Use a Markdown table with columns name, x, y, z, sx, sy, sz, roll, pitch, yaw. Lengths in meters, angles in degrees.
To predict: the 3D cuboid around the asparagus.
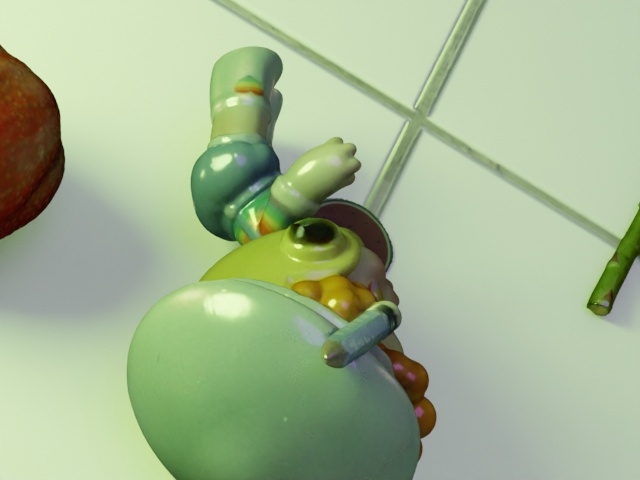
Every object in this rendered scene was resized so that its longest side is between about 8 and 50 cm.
| name | x | y | z | sx | sy | sz | roll | pitch | yaw |
| --- | --- | --- | --- | --- | --- | --- | --- | --- | --- |
| asparagus | 0.304 | -0.017 | 1.244 | 0.248 | 0.024 | 0.025 | -52 | 132 | -36 |

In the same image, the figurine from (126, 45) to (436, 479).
| name | x | y | z | sx | sy | sz | roll | pitch | yaw |
| --- | --- | --- | --- | --- | --- | --- | --- | --- | --- |
| figurine | -0.046 | 0.040 | 0.991 | 0.205 | 0.225 | 0.382 | -6 | 42 | -8 |

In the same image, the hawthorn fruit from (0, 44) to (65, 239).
| name | x | y | z | sx | sy | sz | roll | pitch | yaw |
| --- | --- | --- | --- | --- | --- | --- | --- | --- | --- |
| hawthorn fruit | -0.277 | -0.061 | 0.934 | 0.169 | 0.169 | 0.188 | 46 | 58 | 6 |

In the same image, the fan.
| name | x | y | z | sx | sy | sz | roll | pitch | yaw |
| --- | --- | --- | --- | --- | --- | --- | --- | --- | --- |
| fan | 0.000 | 0.000 | 1.109 | 0.133 | 0.005 | 0.085 | 3 | 61 | -24 |
